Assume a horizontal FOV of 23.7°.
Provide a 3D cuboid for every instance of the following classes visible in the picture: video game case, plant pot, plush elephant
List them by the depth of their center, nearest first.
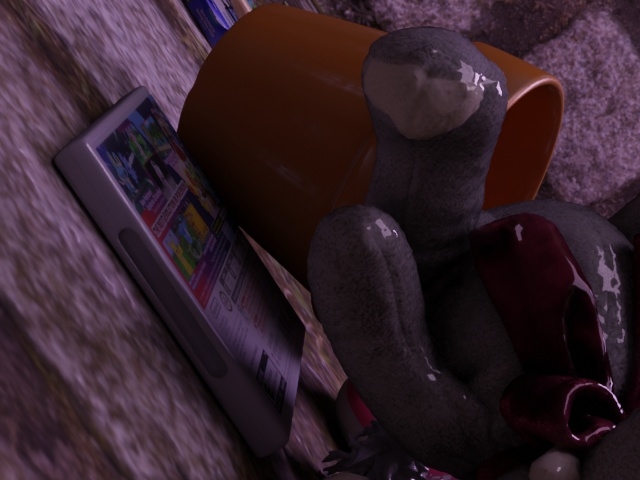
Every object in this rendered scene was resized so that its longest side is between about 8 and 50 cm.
[{"bbox_3d":[0.120,0.094,0.728,0.272,0.330,0.255,12,32,-27],"label":"plush elephant"},{"bbox_3d":[-0.069,0.008,0.840,0.183,0.023,0.201,57,9,-10],"label":"video game case"},{"bbox_3d":[0.020,-0.053,0.964,0.188,0.205,0.205,31,-1,20],"label":"plant pot"}]

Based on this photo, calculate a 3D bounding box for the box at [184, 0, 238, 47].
[{"bbox_3d":[-0.100,-0.215,1.458,0.081,0.028,0.136,59,11,4],"label":"box"}]

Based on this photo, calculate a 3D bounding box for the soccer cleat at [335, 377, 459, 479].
[{"bbox_3d":[0.109,0.157,1.082,0.331,0.143,0.116,7,42,-49],"label":"soccer cleat"}]

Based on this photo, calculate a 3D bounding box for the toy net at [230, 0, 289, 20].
[{"bbox_3d":[-0.078,-0.257,1.483,0.232,0.045,0.122,49,12,-46],"label":"toy net"}]
